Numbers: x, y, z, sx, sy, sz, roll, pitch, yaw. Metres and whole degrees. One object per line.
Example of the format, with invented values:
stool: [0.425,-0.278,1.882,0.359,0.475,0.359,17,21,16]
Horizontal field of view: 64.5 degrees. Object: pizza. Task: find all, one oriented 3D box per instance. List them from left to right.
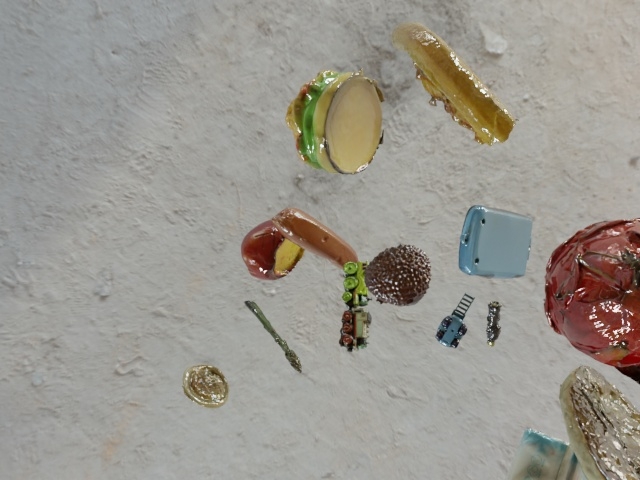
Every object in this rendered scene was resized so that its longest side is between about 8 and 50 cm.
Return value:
pizza: [0.227,-0.280,0.906,0.074,0.182,0.365,-35,59,9]

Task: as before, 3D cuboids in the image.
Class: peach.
peach: [-0.143,0.027,1.667,0.226,0.196,0.189,-19,108,8]

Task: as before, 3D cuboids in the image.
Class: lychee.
lychee: [0.152,0.068,0.972,0.123,0.123,0.129,44,81,3]

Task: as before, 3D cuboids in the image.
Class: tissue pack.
tissue pack: [0.421,0.532,0.980,0.271,0.124,0.201,-56,130,-24]

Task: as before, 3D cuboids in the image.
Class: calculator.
calculator: [0.429,0.010,1.229,0.293,0.051,0.172,6,93,-39]

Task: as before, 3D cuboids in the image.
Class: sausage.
sausage: [0.000,0.000,1.514,0.348,0.097,0.094,31,94,-38]

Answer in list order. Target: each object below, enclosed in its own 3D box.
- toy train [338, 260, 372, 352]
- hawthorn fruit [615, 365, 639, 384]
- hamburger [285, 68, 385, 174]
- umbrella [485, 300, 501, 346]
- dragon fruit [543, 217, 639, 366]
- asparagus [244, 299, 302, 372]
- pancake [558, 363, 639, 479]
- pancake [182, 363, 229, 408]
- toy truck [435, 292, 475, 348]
toy train: [0.093,0.171,1.331,0.085,0.053,0.249,-2,59,12]
hawthorn fruit: [0.534,0.135,0.780,0.169,0.169,0.188,27,64,2]
hamburger: [0.021,-0.257,1.095,0.149,0.237,0.237,19,86,36]
umbrella: [0.461,0.223,1.348,0.040,0.037,0.143,6,124,20]
dragon fruit: [0.344,0.058,0.585,0.172,0.209,0.172,2,99,15]
asparagus: [-0.091,0.174,0.959,0.022,0.233,0.023,-27,126,-18]
pancake: [0.509,0.364,0.795,0.356,0.356,0.065,40,116,3]
pancake: [-0.331,0.421,1.465,0.151,0.151,0.025,44,121,3]
toy truck: [0.338,0.199,1.257,0.063,0.074,0.136,30,107,10]
